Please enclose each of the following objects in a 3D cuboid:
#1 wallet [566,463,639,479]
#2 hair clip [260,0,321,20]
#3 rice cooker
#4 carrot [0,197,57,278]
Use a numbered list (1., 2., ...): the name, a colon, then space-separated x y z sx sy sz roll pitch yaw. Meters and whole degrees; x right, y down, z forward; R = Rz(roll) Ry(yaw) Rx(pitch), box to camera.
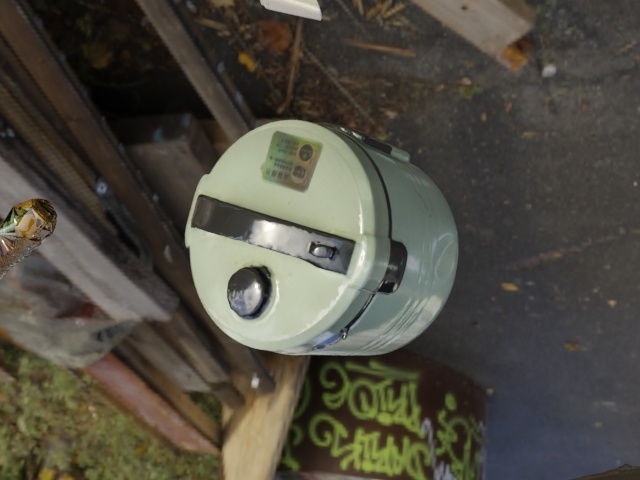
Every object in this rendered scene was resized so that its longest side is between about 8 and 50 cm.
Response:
1. wallet: 0.269 0.328 0.976 0.309 0.165 0.042 -14 118 10
2. hair clip: -0.090 -0.322 1.105 0.226 0.072 0.034 44 157 24
3. rice cooker: 0.000 0.000 0.872 0.226 0.226 0.244 -14 168 34
4. carrot: -0.481 0.016 1.366 0.228 0.069 0.069 -37 130 26
